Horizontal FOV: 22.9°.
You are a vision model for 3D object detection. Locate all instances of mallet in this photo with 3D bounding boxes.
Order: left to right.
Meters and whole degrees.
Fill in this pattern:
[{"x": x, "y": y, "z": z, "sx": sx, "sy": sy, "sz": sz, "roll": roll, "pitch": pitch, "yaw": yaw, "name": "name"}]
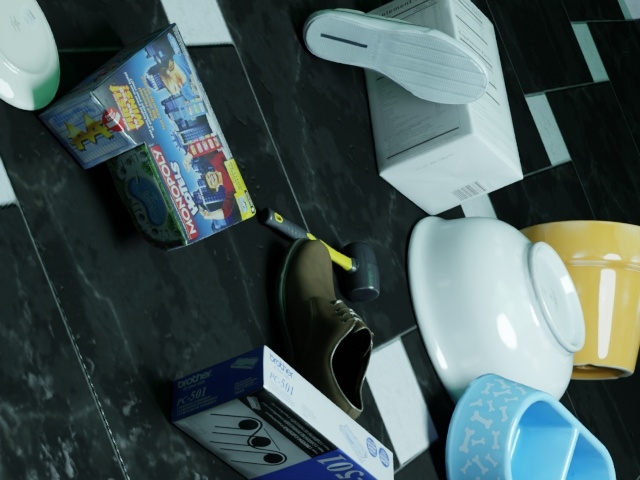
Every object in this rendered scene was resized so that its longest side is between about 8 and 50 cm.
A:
[{"x": 0.000, "y": 0.000, "z": 1.662, "sx": 0.190, "sy": 0.039, "sz": 0.062, "roll": 38, "pitch": 39, "yaw": -41, "name": "mallet"}]

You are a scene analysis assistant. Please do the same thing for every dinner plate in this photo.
[{"x": -0.257, "y": -0.175, "z": 1.305, "sx": 0.141, "sy": 0.017, "sz": 0.141, "roll": 47, "pitch": 31, "yaw": -40, "name": "dinner plate"}]

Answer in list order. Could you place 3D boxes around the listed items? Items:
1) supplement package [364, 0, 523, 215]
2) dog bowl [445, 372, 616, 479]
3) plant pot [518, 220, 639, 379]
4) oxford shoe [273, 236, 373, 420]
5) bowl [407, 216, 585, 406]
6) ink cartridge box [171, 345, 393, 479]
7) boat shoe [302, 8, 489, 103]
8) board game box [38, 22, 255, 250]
[{"x": 0.148, "y": -0.181, "z": 1.982, "sx": 0.134, "sy": 0.139, "sz": 0.244, "roll": 35, "pitch": 41, "yaw": -49, "name": "supplement package"}, {"x": 0.252, "y": 0.268, "z": 1.825, "sx": 0.297, "sy": 0.074, "sz": 0.166, "roll": 43, "pitch": 59, "yaw": -44, "name": "dog bowl"}, {"x": 0.361, "y": 0.088, "z": 2.153, "sx": 0.205, "sy": 0.205, "sz": 0.188, "roll": 24, "pitch": 65, "yaw": -57, "name": "plant pot"}, {"x": 0.011, "y": 0.088, "z": 1.536, "sx": 0.083, "sy": 0.096, "sz": 0.227, "roll": 37, "pitch": 37, "yaw": -45, "name": "oxford shoe"}, {"x": 0.236, "y": 0.089, "z": 1.946, "sx": 0.298, "sy": 0.134, "sz": 0.298, "roll": 46, "pitch": 32, "yaw": -40, "name": "bowl"}, {"x": -0.030, "y": 0.172, "z": 1.378, "sx": 0.207, "sy": 0.097, "sz": 0.046, "roll": 44, "pitch": 33, "yaw": -42, "name": "ink cartridge box"}, {"x": 0.092, "y": -0.230, "z": 1.864, "sx": 0.226, "sy": 0.083, "sz": 0.076, "roll": 21, "pitch": 26, "yaw": -4, "name": "boat shoe"}, {"x": -0.155, "y": -0.085, "z": 1.383, "sx": 0.194, "sy": 0.060, "sz": 0.194, "roll": -26, "pitch": 94, "yaw": -64, "name": "board game box"}]
